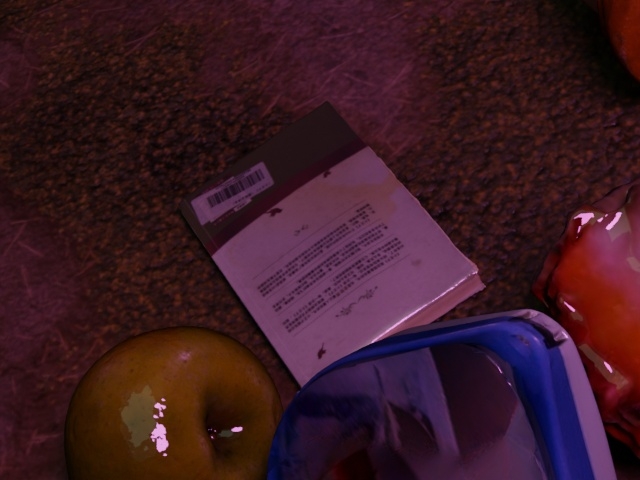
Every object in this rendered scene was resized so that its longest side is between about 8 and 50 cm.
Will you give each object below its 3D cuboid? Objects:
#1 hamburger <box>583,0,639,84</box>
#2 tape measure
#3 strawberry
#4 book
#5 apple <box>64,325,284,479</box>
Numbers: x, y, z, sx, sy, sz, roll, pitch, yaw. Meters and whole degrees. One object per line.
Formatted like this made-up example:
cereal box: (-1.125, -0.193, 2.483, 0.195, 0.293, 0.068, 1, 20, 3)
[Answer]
hamburger: (0.356, -0.281, 1.151, 0.291, 0.291, 0.225, -18, 51, 8)
tape measure: (0.095, 0.194, 0.943, 0.262, 0.138, 0.259, -13, 91, 38)
strawberry: (0.321, 0.096, 0.994, 0.265, 0.149, 0.336, -27, 62, -15)
book: (0.000, 0.000, 1.242, 0.201, 0.026, 0.289, -33, 52, -4)
apple: (-0.127, 0.169, 1.077, 0.157, 0.196, 0.196, -24, 45, 41)
